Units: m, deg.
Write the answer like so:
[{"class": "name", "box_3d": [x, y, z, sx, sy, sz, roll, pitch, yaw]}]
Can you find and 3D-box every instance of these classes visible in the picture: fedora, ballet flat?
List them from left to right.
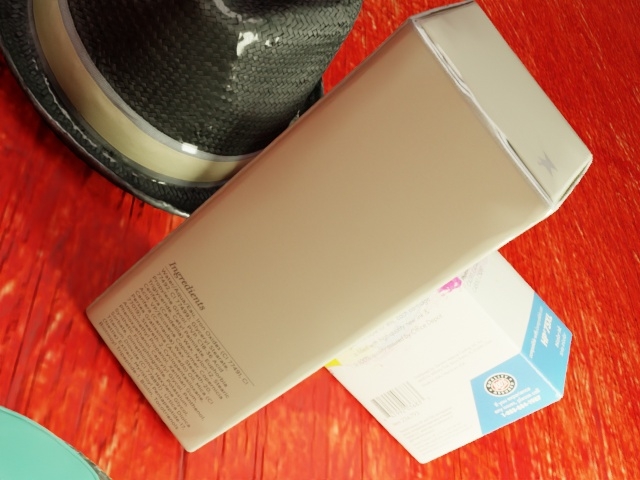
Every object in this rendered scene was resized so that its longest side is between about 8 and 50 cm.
[{"class": "ballet flat", "box_3d": [-0.116, 0.144, 0.456, 0.188, 0.070, 0.070, 39, 37, -14]}, {"class": "fedora", "box_3d": [-0.071, -0.180, 0.699, 0.334, 0.152, 0.334, 29, 44, -32]}]

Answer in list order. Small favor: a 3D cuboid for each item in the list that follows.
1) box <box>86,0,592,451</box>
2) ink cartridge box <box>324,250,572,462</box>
[{"class": "box", "box_3d": [0.000, 0.000, 0.528, 0.113, 0.275, 0.094, 54, 32, 0]}, {"class": "ink cartridge box", "box_3d": [0.052, 0.036, 0.686, 0.231, 0.134, 0.078, 47, 35, -11]}]
